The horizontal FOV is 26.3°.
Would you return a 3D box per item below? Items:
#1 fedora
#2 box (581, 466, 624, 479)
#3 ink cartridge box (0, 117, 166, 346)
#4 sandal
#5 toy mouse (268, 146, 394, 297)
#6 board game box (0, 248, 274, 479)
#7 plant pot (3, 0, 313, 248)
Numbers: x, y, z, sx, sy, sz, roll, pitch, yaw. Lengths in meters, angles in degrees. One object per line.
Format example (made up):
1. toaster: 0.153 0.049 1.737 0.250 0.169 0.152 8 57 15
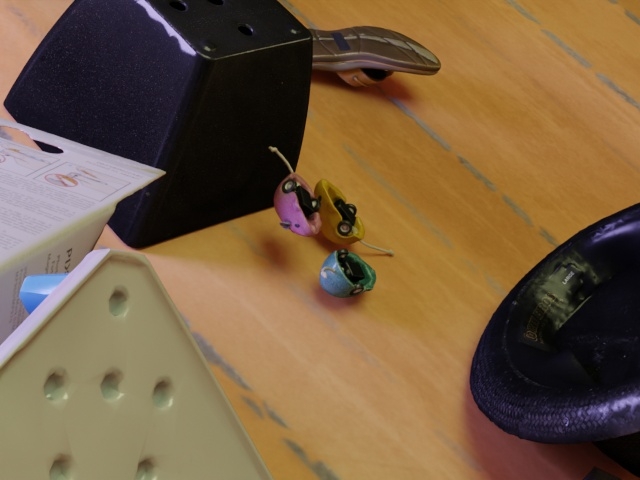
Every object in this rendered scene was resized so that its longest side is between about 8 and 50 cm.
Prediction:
1. fedora: 0.280 0.092 1.078 0.152 0.334 0.334 55 32 -17
2. box: 0.278 0.285 0.978 0.233 0.059 0.183 26 37 -3
3. ink cartridge box: -0.206 -0.016 0.698 0.189 0.066 0.232 19 14 9
4. sandal: 0.031 -0.180 1.385 0.180 0.049 0.072 -2 39 -15
5. toy mouse: 0.000 0.000 1.124 0.161 0.031 0.143 49 24 -22
6. board game box: -0.106 0.268 0.485 0.390 0.050 0.390 -52 127 -40
7. plant pot: -0.116 -0.133 1.124 0.188 0.167 0.187 -20 58 -45
